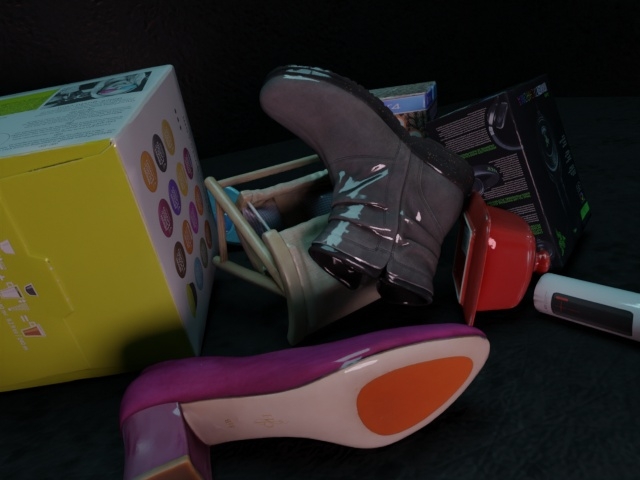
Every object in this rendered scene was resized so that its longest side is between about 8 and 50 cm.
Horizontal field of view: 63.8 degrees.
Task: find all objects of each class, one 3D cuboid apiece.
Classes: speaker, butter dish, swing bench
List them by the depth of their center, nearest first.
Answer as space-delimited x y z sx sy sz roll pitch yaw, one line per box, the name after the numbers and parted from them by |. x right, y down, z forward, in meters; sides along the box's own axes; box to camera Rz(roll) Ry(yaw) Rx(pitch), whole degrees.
0.337 0.080 0.632 0.055 0.055 0.136 -22 23 -32 | speaker
0.250 0.025 0.701 0.118 0.160 0.160 6 21 7 | butter dish
-0.006 -0.010 0.805 0.253 0.165 0.254 -22 40 -32 | swing bench

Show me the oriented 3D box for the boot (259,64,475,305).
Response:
0.034 -0.071 0.678 0.223 0.338 0.118 -62 1 -21 | boot

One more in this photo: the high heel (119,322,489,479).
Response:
-0.027 0.131 0.537 0.377 0.127 0.181 -16 30 -8 | high heel

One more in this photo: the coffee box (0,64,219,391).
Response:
-0.363 -0.026 0.761 0.338 0.338 0.334 -9 32 1 | coffee box

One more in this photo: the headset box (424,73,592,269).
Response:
0.318 -0.099 0.834 0.131 0.283 0.246 -14 11 40 | headset box

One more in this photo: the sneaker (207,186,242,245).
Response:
-0.264 -0.062 1.243 0.319 0.127 0.208 26 -11 11 | sneaker

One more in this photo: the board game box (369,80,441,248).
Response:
0.156 -0.141 0.992 0.141 0.291 0.232 -3 19 18 | board game box
